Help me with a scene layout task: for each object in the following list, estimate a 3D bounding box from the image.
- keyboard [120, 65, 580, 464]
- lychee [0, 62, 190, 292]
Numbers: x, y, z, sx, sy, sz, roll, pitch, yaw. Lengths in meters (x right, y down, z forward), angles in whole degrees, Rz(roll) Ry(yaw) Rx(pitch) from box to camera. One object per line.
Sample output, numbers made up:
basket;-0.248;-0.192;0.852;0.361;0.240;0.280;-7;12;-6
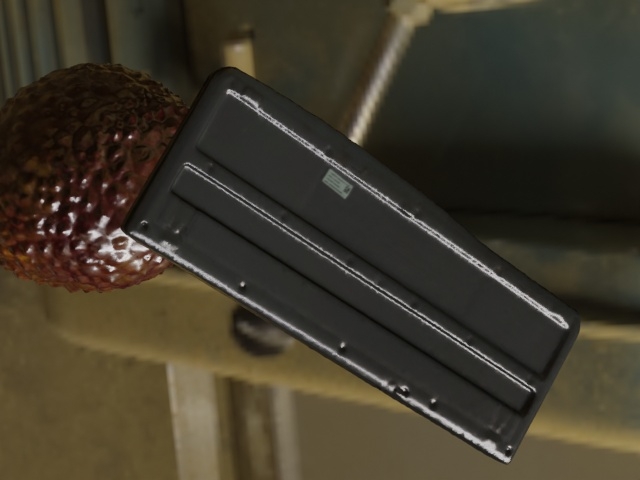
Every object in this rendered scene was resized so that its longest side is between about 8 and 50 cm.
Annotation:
keyboard;-0.008;-0.003;0.794;0.381;0.103;0.041;35;171;-40
lychee;-0.247;-0.066;1.794;0.260;0.261;0.260;-5;-168;1
